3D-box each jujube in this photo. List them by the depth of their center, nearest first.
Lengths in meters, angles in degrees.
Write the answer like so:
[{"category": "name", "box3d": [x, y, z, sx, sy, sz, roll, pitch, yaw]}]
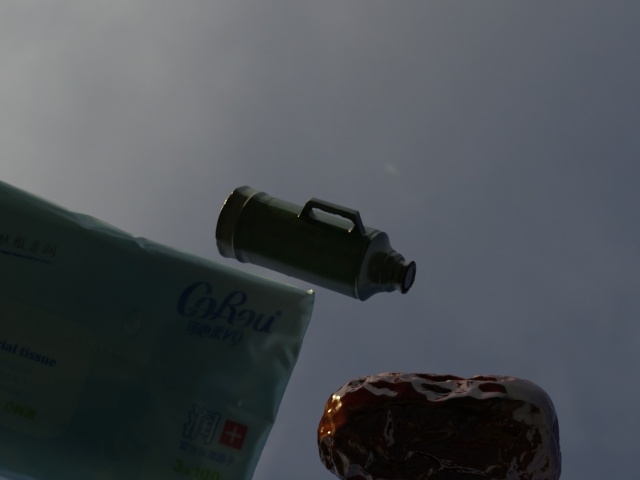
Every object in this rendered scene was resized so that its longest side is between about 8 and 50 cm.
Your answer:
[{"category": "jujube", "box3d": [0.062, 0.105, 0.703, 0.129, 0.077, 0.077, 6, -103, -8]}]

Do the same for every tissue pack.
[{"category": "tissue pack", "box3d": [-0.154, 0.072, 0.836, 0.263, 0.089, 0.177, 21, -99, -13]}]

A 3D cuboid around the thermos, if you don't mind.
[{"category": "thermos", "box3d": [0.001, 0.003, 1.264, 0.188, 0.073, 0.083, 18, -84, 22]}]
